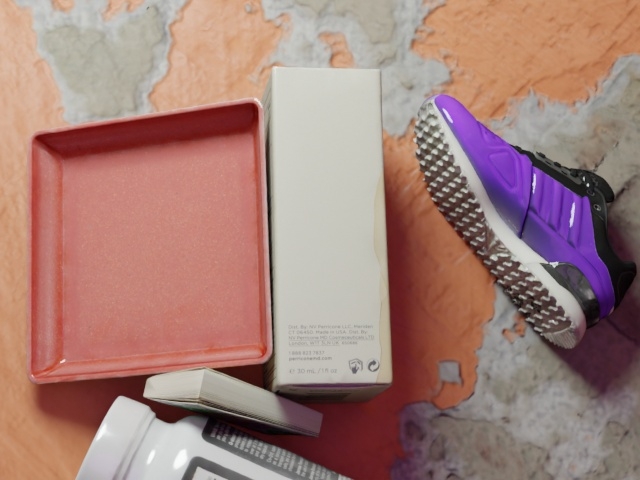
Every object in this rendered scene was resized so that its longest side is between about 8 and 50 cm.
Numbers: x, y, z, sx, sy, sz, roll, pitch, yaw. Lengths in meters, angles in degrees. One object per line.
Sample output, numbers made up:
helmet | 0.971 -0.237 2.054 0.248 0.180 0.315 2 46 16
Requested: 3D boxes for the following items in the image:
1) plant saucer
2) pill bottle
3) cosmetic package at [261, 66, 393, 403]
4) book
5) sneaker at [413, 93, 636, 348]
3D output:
plant saucer | -0.164 0.005 1.332 0.258 0.048 0.259 -7 77 18
pill bottle | -0.088 0.260 1.267 0.278 0.162 0.162 24 76 0
cosmetic package | 0.000 0.000 1.339 0.113 0.160 0.309 1 78 -8
book | -0.083 0.157 1.292 0.144 0.096 0.035 23 71 -35
sneaker | 0.220 -0.044 1.412 0.146 0.102 0.293 -34 88 -17
